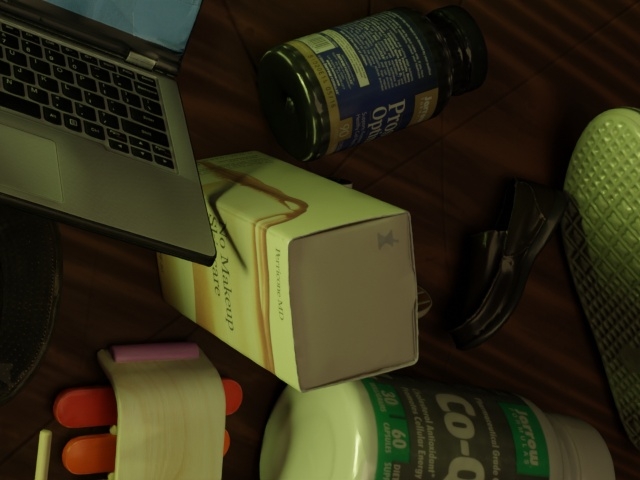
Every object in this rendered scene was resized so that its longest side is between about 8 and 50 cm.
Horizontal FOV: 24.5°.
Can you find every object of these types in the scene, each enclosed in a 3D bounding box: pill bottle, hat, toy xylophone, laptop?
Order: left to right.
[{"bbox_3d":[-0.361,0.043,1.320,0.331,0.134,0.331,-8,106,-28],"label":"hat"},{"bbox_3d":[-0.229,-0.240,1.269,0.382,0.408,0.236,18,127,-31],"label":"laptop"},{"bbox_3d":[-0.197,0.260,1.498,0.236,0.081,0.322,7,99,-31],"label":"toy xylophone"},{"bbox_3d":[0.057,-0.168,1.508,0.219,0.123,0.122,-21,112,-23],"label":"pill bottle"},{"bbox_3d":[0.133,0.255,1.614,0.361,0.204,0.204,11,97,-32],"label":"pill bottle"}]

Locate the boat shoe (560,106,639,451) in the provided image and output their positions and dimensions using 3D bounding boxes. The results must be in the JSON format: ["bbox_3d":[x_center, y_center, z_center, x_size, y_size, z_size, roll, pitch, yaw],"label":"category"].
[{"bbox_3d":[0.411,0.050,1.740,0.156,0.187,0.500,-34,122,-24],"label":"boat shoe"}]

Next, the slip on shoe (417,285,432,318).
[{"bbox_3d":[0.060,0.081,1.625,0.135,0.051,0.041,-15,150,-34],"label":"slip on shoe"}]

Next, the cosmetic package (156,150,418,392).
[{"bbox_3d":[-0.042,0.020,1.398,0.129,0.296,0.153,-13,108,-28],"label":"cosmetic package"}]

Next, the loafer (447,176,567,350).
[{"bbox_3d":[0.196,0.023,1.674,0.078,0.080,0.220,33,75,-10],"label":"loafer"}]

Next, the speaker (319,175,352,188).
[{"bbox_3d":[0.000,0.000,1.559,0.055,0.055,0.136,1,103,-30],"label":"speaker"}]
